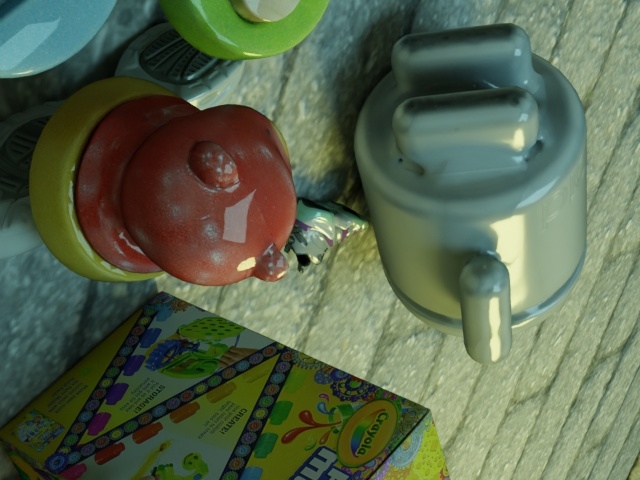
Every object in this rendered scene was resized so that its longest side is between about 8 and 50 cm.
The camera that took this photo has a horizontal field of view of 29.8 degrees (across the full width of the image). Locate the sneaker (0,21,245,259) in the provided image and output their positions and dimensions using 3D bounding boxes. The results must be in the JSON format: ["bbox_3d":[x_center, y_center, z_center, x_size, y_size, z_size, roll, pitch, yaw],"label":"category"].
[{"bbox_3d":[-0.132,-0.043,0.780,0.232,0.090,0.115,-39,149,-33],"label":"sneaker"}]

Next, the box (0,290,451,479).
[{"bbox_3d":[-0.046,0.234,0.908,0.177,0.279,0.290,-43,133,-29],"label":"box"}]

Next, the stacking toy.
[{"bbox_3d":[-0.079,-0.142,0.625,0.279,0.130,0.309,-56,131,-18],"label":"stacking toy"}]

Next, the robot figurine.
[{"bbox_3d":[0.144,-0.039,1.109,0.353,0.200,0.300,72,19,-55],"label":"robot figurine"}]

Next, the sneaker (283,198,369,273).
[{"bbox_3d":[0.000,0.000,1.091,0.098,0.038,0.069,9,110,-50],"label":"sneaker"}]
